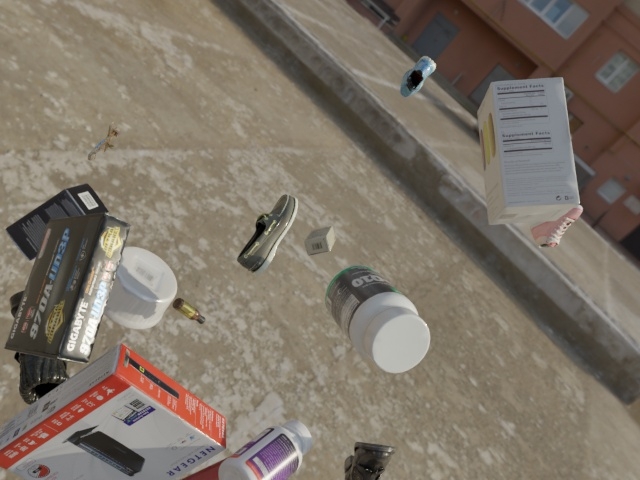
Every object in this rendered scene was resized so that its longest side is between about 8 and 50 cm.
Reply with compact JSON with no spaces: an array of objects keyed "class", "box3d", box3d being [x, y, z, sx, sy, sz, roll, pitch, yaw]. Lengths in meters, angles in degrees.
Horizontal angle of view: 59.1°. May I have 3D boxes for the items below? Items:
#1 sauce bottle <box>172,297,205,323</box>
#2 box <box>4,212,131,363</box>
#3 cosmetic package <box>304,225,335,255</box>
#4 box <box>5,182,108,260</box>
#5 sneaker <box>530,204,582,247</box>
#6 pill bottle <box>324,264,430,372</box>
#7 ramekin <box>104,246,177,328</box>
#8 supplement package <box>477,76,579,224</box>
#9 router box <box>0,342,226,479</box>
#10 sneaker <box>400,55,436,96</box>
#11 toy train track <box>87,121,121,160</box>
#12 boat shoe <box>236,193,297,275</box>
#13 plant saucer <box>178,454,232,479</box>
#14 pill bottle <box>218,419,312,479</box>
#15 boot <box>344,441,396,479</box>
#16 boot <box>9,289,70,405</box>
[{"class":"sauce bottle","box3d":[-0.420,0.230,1.813,0.128,0.042,0.042,51,12,-44]},{"class":"box","box3d":[-0.390,0.071,0.872,0.051,0.175,0.220,30,65,-47]},{"class":"cosmetic package","box3d":[0.000,0.000,1.403,0.115,0.060,0.041,-55,132,-73]},{"class":"box","box3d":[-0.719,-0.054,1.554,0.108,0.207,0.153,56,7,-10]},{"class":"sneaker","box3d":[0.543,-0.026,1.289,0.051,0.134,0.070,16,57,-28]},{"class":"pill bottle","box3d":[0.157,0.219,1.627,0.204,0.204,0.361,30,6,-24]},{"class":"ramekin","box3d":[-0.623,0.150,1.915,0.277,0.135,0.277,37,23,-19]},{"class":"supplement package","box3d":[0.388,-0.166,1.076,0.139,0.134,0.244,71,16,-77]},{"class":"router box","box3d":[-0.411,0.392,1.127,0.301,0.335,0.082,47,15,-30]},{"class":"sneaker","box3d":[0.263,-0.460,1.619,0.063,0.162,0.073,41,67,0]},{"class":"toy train track","box3d":[-0.296,-0.133,0.784,0.014,0.048,0.083,24,37,-6]},{"class":"boat shoe","box3d":[-0.171,-0.035,1.846,0.091,0.109,0.305,36,65,-24]},{"class":"plant saucer","box3d":[-0.244,0.646,1.436,0.259,0.258,0.047,71,-8,-45]},{"class":"pill bottle","box3d":[-0.106,0.454,1.170,0.108,0.108,0.193,49,38,15]},{"class":"boot","box3d":[0.099,0.572,1.215,0.091,0.263,0.229,10,53,-4]},{"class":"boot","box3d":[-0.672,0.299,1.442,0.348,0.131,0.260,79,-13,-65]}]
